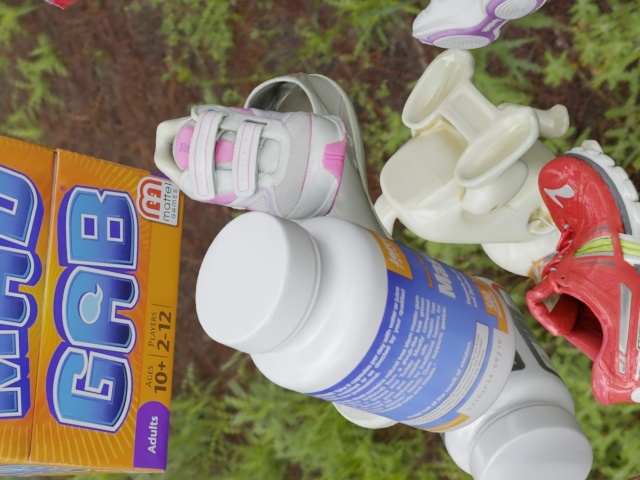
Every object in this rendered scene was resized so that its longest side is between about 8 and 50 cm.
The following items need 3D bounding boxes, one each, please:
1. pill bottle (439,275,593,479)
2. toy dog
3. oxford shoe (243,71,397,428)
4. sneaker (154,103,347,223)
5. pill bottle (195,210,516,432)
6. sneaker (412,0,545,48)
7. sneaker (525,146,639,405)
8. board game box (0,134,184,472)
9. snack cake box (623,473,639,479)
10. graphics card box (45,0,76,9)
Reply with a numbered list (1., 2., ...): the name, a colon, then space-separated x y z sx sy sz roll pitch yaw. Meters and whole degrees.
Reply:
1. pill bottle: 0.208 0.185 1.501 0.283 0.161 0.161 -113 23 -53
2. toy dog: 0.321 -0.070 2.163 0.395 0.408 0.284 -55 43 6
3. oxford shoe: 0.000 0.000 1.411 0.169 0.130 0.449 -27 65 29
4. sneaker: -0.071 -0.070 1.119 0.252 0.111 0.103 0 82 55
5. pill bottle: 0.031 0.067 1.071 0.152 0.272 0.152 -22 57 39
6. sneaker: 0.248 -0.392 1.922 0.305 0.114 0.152 -22 67 58
7. sneaker: 0.228 0.023 1.060 0.279 0.118 0.107 -107 3 -47
8. board game box: -0.416 0.093 1.489 0.356 0.356 0.356 -14 69 49
9. snack cake box: 0.317 0.309 1.308 0.089 0.264 0.152 71 157 12
10. graphics card box: -0.351 -0.488 1.455 0.094 0.233 0.371 -22 56 36
